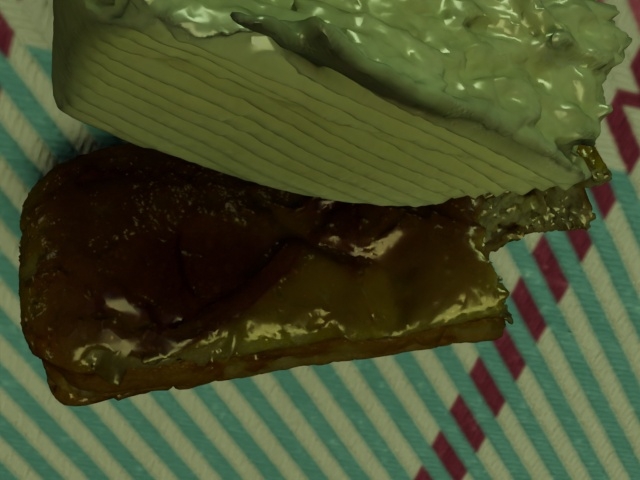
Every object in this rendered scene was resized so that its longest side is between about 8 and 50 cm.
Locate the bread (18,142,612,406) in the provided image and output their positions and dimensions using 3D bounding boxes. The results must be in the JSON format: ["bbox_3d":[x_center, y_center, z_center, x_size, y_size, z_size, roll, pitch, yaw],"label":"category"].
[{"bbox_3d":[0.000,0.000,0.884,0.380,0.185,0.109,-10,135,-4],"label":"bread"}]

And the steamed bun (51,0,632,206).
[{"bbox_3d":[0.007,-0.169,0.741,0.290,0.272,0.273,23,162,-26],"label":"steamed bun"}]
